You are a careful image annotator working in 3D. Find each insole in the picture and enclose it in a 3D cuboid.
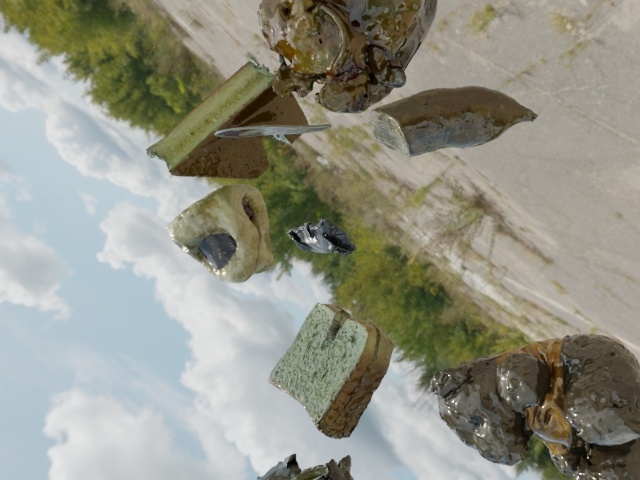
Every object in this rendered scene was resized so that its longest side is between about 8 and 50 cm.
[{"bbox_3d":[-0.058,-0.144,0.646,0.065,0.004,0.197,-4,-172,41],"label":"insole"}]

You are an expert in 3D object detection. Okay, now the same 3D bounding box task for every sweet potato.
[{"bbox_3d":[0.298,-0.282,1.141,0.158,0.370,0.157,-9,-90,-78],"label":"sweet potato"}]

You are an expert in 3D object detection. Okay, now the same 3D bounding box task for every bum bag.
[{"bbox_3d":[0.000,0.000,0.938,0.087,0.049,0.198,34,164,-19],"label":"bum bag"}]

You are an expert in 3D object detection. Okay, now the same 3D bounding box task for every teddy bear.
[{"bbox_3d":[0.205,0.155,0.469,0.177,0.190,0.140,54,-144,-32],"label":"teddy bear"}]

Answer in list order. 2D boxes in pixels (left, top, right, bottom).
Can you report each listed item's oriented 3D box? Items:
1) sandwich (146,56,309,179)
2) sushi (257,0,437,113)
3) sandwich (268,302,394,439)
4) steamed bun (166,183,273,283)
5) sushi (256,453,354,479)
[{"bbox_3d":[-0.142,-0.165,0.777,0.122,0.236,0.128,30,159,46],"label":"sandwich"},{"bbox_3d":[0.031,-0.281,0.585,0.200,0.204,0.213,11,142,17],"label":"sushi"},{"bbox_3d":[0.025,0.277,1.111,0.095,0.249,0.273,38,169,-29],"label":"sandwich"},{"bbox_3d":[-0.153,-0.002,0.859,0.155,0.141,0.172,59,-156,2],"label":"steamed bun"},{"bbox_3d":[-0.024,0.513,0.733,0.294,0.281,0.299,63,-158,7],"label":"sushi"}]
